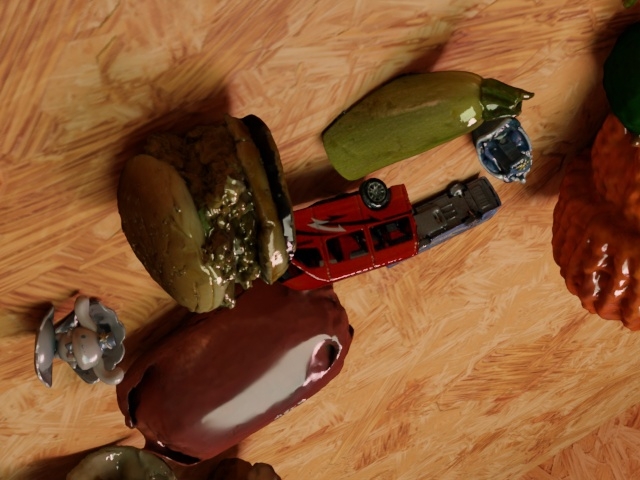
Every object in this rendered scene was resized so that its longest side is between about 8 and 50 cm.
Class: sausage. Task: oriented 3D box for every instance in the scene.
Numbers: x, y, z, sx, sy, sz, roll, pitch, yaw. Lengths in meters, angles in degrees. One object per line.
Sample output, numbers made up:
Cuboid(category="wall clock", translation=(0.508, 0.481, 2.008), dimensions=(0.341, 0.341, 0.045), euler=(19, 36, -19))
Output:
Cuboid(category="sausage", translation=(-0.090, 0.135, 1.220), dimensions=(0.279, 0.152, 0.152), euler=(-34, 154, 3))

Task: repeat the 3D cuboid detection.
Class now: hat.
Cuboid(category="hat", translation=(0.401, -0.106, 1.298), dimensions=(0.285, 0.285, 0.400), euler=(-24, 126, -14))

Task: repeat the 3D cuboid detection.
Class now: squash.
Cuboid(category="squash", translation=(0.103, -0.124, 1.050), dimensions=(0.200, 0.075, 0.090), euler=(-19, 142, 26))

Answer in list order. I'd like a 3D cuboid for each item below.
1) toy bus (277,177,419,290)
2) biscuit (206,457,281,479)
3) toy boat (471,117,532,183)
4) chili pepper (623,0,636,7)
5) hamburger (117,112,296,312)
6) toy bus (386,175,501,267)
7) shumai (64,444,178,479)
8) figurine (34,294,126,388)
Cuboid(category="toy bus", translation=(0.000, 0.000, 1.112), dimensions=(0.195, 0.089, 0.081), euler=(-15, 176, -28))
Cuboid(category="biscuit", translation=(-0.147, 0.470, 1.593), dimensions=(0.103, 0.332, 0.332), euler=(21, 136, -9))
Cuboid(category="toy boat", translation=(0.204, -0.097, 1.217), dimensions=(0.060, 0.061, 0.137), euler=(-34, 155, 6))
Cuboid(category="chili pepper", translation=(0.330, -0.263, 1.105), dimensions=(0.030, 0.017, 0.083), euler=(-2, 142, -47))
Cuboid(category="hamburger", translation=(-0.095, -0.020, 0.928), dimensions=(0.131, 0.159, 0.185), euler=(-17, 171, -20))
Cuboid(category="toy bus", translation=(0.134, -0.021, 1.296), dimensions=(0.153, 0.051, 0.061), euler=(-25, 166, -12))
Cuboid(category="shumai", translation=(-0.255, 0.440, 1.413), dimensions=(0.288, 0.330, 0.292), euler=(-42, -165, -13))
Cuboid(category="figurine", translation=(-0.234, 0.099, 1.086), dimensions=(0.086, 0.095, 0.082), euler=(4, -173, -8))
